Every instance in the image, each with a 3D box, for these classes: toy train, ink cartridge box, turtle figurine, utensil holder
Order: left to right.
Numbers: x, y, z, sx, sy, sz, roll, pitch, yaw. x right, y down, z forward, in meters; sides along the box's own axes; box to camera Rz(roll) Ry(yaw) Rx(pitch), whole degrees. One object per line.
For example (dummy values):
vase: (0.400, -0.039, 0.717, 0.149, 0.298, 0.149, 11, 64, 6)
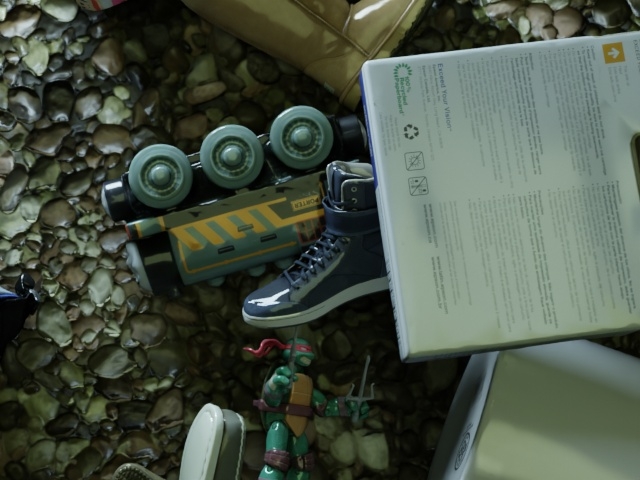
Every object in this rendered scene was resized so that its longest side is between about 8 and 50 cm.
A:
toy train: (-0.093, -0.048, 1.567, 0.334, 0.142, 0.190, -16, 94, -5)
turtle figurine: (-0.023, 0.205, 1.552, 0.175, 0.118, 0.234, 12, 83, -43)
ink cartridge box: (0.225, -0.049, 1.371, 0.330, 0.071, 0.324, -6, 79, -4)
utensil holder: (0.334, 0.291, 1.459, 0.386, 0.327, 0.327, 19, 83, 1)

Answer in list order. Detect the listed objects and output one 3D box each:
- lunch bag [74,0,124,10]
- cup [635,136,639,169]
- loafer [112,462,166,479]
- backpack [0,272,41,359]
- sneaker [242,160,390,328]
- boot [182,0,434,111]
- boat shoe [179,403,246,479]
lunch bag: (-0.207, -0.411, 1.569, 0.293, 0.120, 0.258, -25, 68, 0)
cup: (0.262, -0.089, 1.538, 0.331, 0.237, 0.331, 1, 83, -4)
loafer: (-0.192, 0.319, 1.558, 0.056, 0.050, 0.148, -42, 104, 1)
backpack: (-0.471, 0.135, 1.453, 0.213, 0.263, 0.276, 20, 84, -1)
sneaker: (0.000, -0.001, 1.476, 0.226, 0.086, 0.163, -21, 119, -12)
boot: (-0.005, -0.325, 1.623, 0.269, 0.089, 0.236, 36, 81, 3)
boat shoe: (-0.121, 0.329, 1.492, 0.091, 0.109, 0.305, 6, 111, -16)
